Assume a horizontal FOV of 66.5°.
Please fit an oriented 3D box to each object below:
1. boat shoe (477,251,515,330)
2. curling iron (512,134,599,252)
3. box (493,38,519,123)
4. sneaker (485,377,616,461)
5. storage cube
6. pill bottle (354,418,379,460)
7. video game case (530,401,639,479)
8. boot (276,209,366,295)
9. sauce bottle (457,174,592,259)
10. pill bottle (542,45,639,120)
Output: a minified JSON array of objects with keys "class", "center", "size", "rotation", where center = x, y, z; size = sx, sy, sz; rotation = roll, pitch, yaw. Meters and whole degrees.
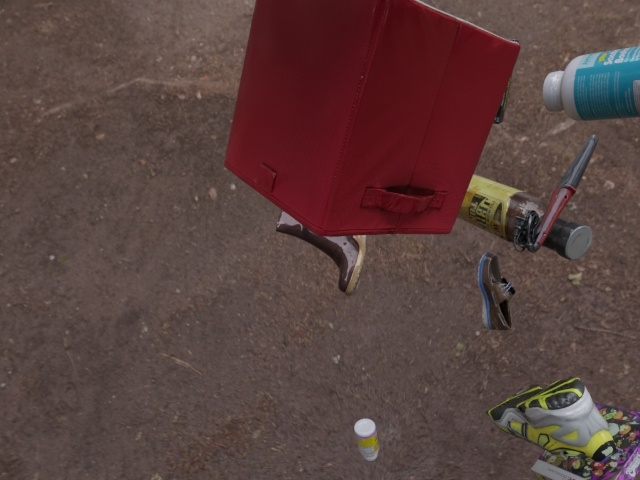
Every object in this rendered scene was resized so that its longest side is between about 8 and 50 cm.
[{"class":"boat shoe","center":[0.402,0.115,1.098],"size":[0.066,0.183,0.066],"rotation":[-24,18,-40]},{"class":"curling iron","center":[0.409,-0.085,0.828],"size":[0.274,0.068,0.035],"rotation":[-47,35,-18]},{"class":"box","center":[0.343,-0.376,1.137],"size":[0.191,0.184,0.045],"rotation":[16,24,29]},{"class":"sneaker","center":[0.483,0.405,1.068],"size":[0.145,0.384,0.147],"rotation":[-29,73,-8]},{"class":"storage cube","center":[0.038,-0.130,0.484],"size":[0.184,0.193,0.215],"rotation":[-2,27,-38]},{"class":"pill bottle","center":[0.096,0.408,0.995],"size":[0.043,0.083,0.043],"rotation":[-10,26,5]},{"class":"video game case","center":[0.620,0.474,1.101],"size":[0.232,0.210,0.042],"rotation":[-42,95,-16]},{"class":"boot","center":[0.000,0.000,1.107],"size":[0.207,0.090,0.248],"rotation":[9,59,2]},{"class":"sauce bottle","center":[0.400,-0.057,1.029],"size":[0.111,0.111,0.344],"rotation":[-34,30,-10]},{"class":"pill bottle","center":[0.635,-0.338,1.062],"size":[0.264,0.146,0.146],"rotation":[9,60,49]}]
